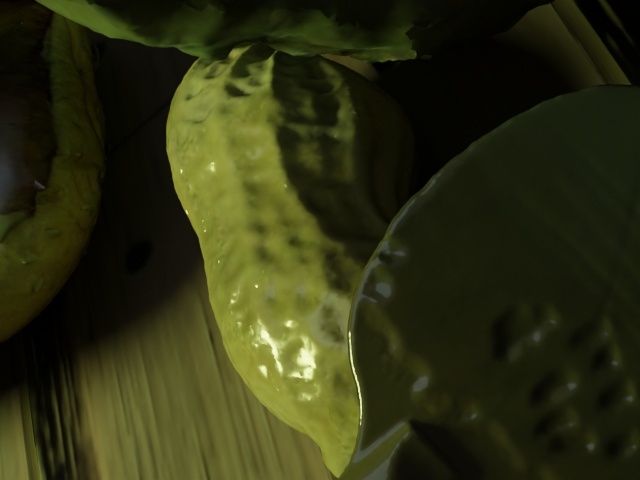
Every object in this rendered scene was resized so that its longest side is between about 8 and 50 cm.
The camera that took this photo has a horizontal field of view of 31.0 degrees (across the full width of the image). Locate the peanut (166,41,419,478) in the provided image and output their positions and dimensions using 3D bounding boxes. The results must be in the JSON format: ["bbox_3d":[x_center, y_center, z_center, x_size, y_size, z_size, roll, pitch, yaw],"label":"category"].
[{"bbox_3d":[0.000,0.000,0.447,0.098,0.090,0.214,-19,51,-2],"label":"peanut"}]

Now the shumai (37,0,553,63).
[{"bbox_3d":[-0.047,-0.175,0.473,0.304,0.309,0.263,-51,7,-18],"label":"shumai"}]

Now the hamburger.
[{"bbox_3d":[-0.232,-0.013,0.631,0.285,0.134,0.266,-33,51,33],"label":"hamburger"}]

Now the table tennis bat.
[{"bbox_3d":[0.052,0.050,0.354,0.234,0.022,0.131,-40,81,-1],"label":"table tennis bat"}]
